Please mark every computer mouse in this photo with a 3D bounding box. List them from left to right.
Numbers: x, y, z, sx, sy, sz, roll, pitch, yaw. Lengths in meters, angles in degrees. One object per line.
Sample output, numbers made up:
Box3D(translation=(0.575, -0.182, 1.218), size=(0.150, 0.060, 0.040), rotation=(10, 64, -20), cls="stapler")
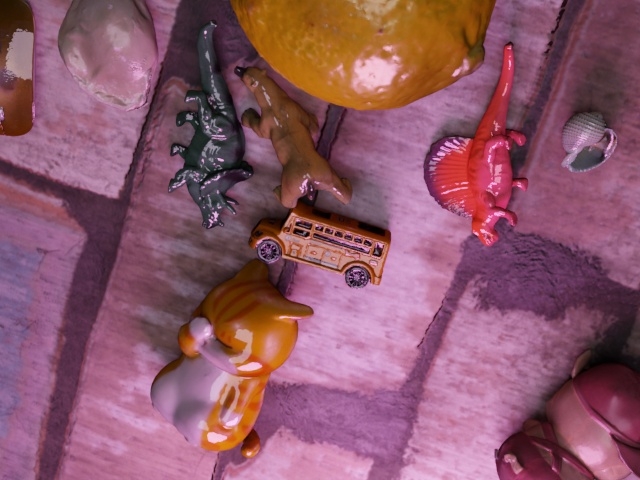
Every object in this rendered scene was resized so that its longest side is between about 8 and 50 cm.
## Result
Box3D(translation=(-0.447, -0.242, 1.624), size=(0.102, 0.045, 0.199), rotation=(9, 108, 6), cls="computer mouse")

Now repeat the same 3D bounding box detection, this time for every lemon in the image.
Box3D(translation=(0.048, -0.319, 1.414), size=(0.336, 0.336, 0.336), rotation=(2, 108, 6), cls="lemon")

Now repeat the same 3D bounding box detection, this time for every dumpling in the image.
Box3D(translation=(-0.286, -0.274, 1.564), size=(0.136, 0.118, 0.199), rotation=(1, 86, 4), cls="dumpling")

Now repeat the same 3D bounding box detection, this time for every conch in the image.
Box3D(translation=(0.359, -0.138, 1.564), size=(0.076, 0.056, 0.085), rotation=(21, 130, -21), cls="conch")

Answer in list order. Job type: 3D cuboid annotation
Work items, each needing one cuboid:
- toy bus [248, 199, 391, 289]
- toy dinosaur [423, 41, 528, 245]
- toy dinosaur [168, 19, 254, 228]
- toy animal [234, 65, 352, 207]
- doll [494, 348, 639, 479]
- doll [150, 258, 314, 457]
Box3D(translation=(0.000, 0.000, 1.632), size=(0.195, 0.083, 0.088), rotation=(17, 106, -2), cls="toy bus")
Box3D(translation=(0.208, -0.129, 1.591), size=(0.139, 0.070, 0.286), rotation=(4, 108, 28), cls="toy dinosaur")
Box3D(translation=(-0.167, -0.156, 1.605), size=(0.120, 0.079, 0.292), rotation=(-10, 109, 4), cls="toy dinosaur")
Box3D(translation=(-0.044, -0.140, 1.566), size=(0.103, 0.101, 0.218), rotation=(-25, 78, 1), cls="toy animal")
Box3D(translation=(0.377, 0.293, 1.649), size=(0.256, 0.152, 0.196), rotation=(-42, 89, 5), cls="doll")
Box3D(translation=(-0.133, 0.178, 1.666), size=(0.167, 0.162, 0.269), rotation=(38, 117, 26), cls="doll")
